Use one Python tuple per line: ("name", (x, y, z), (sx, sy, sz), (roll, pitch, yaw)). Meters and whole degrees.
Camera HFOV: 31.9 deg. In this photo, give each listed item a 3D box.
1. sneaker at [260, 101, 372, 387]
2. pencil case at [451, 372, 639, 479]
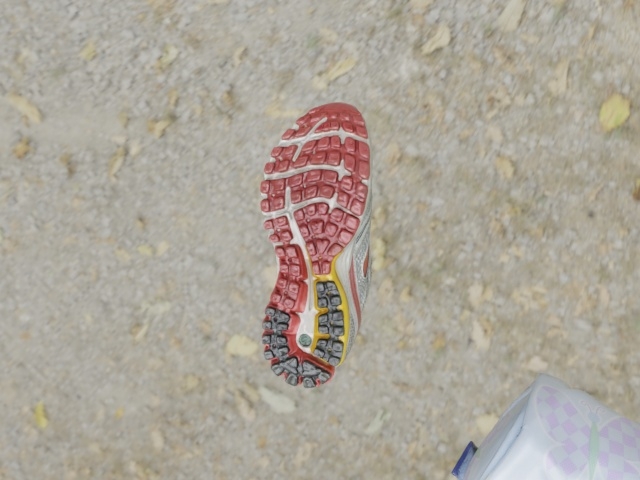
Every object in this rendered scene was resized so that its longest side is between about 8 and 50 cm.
("sneaker", (0.000, 0.000, 0.907), (0.088, 0.093, 0.225), (11, 99, 16))
("pencil case", (0.203, 0.186, 0.624), (0.273, 0.124, 0.113), (28, 157, 8))
